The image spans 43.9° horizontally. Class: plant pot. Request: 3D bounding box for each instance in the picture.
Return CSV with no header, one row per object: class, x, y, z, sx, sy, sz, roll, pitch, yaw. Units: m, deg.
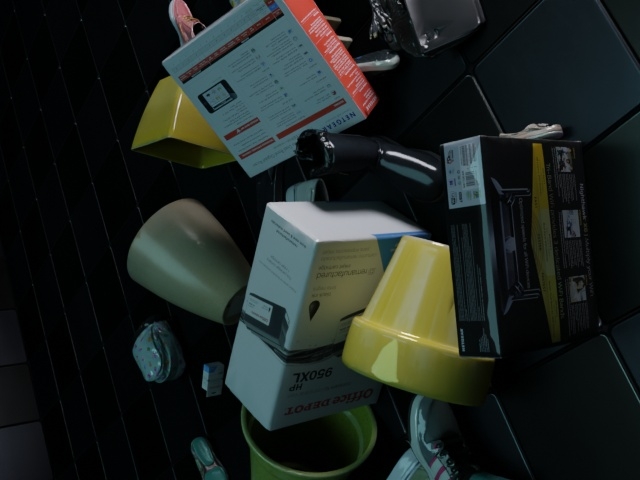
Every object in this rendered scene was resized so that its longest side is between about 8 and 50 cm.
plant pot,-0.320,-0.303,1.973,0.212,0.212,0.187,-6,75,51
plant pot,-0.043,0.455,1.649,0.276,0.276,0.254,47,138,39
plant pot,0.187,0.126,1.344,0.254,0.254,0.239,16,89,50
plant pot,-0.285,0.078,1.939,0.274,0.256,0.256,38,122,25

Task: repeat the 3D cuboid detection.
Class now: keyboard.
keyboard,0.161,-0.475,1.426,0.201,0.033,0.317,-19,74,18

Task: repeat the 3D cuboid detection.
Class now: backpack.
backpack,-0.459,0.317,2.250,0.152,0.115,0.182,-53,56,36

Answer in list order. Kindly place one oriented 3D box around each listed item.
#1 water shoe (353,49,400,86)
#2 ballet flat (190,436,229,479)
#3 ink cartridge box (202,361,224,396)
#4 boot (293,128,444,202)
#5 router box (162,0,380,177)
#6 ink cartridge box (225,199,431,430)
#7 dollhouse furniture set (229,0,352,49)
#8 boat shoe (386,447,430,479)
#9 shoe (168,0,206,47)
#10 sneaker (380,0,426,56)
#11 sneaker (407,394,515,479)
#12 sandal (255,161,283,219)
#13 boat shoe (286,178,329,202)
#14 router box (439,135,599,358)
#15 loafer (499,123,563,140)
water shoe,0.088,-0.321,1.570,0.203,0.073,0.080,1,122,49
ballet flat,-0.290,0.613,2.113,0.070,0.070,0.188,-54,51,39
ink cartridge box,-0.283,0.364,2.083,0.028,0.048,0.083,22,109,49
boot,0.091,-0.136,1.451,0.246,0.207,0.094,36,120,44
router box,-0.103,-0.313,1.562,0.335,0.082,0.301,-21,114,39
ink cartridge box,0.011,0.134,1.509,0.166,0.285,0.395,37,121,43
dollhouse furniture set,-0.109,-0.538,1.633,0.394,0.256,0.362,-51,54,40
boat shoe,0.151,0.526,1.509,0.094,0.109,0.302,43,122,39
shoe,-0.340,-0.565,2.080,0.081,0.063,0.178,-24,79,48
sneaker,0.162,-0.416,1.470,0.089,0.051,0.170,-8,91,51
sneaker,0.255,0.396,1.348,0.178,0.123,0.296,-21,84,55
sandal,-0.129,-0.174,1.846,0.097,0.054,0.255,-4,90,51
boat shoe,0.000,0.000,1.674,0.088,0.096,0.268,-19,73,35
router box,0.299,0.005,1.173,0.081,0.243,0.309,-7,86,51
loafer,0.333,-0.170,1.278,0.125,0.045,0.039,-18,72,53
